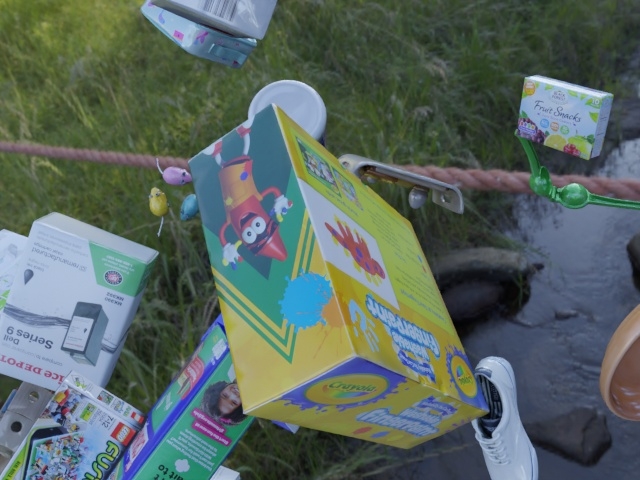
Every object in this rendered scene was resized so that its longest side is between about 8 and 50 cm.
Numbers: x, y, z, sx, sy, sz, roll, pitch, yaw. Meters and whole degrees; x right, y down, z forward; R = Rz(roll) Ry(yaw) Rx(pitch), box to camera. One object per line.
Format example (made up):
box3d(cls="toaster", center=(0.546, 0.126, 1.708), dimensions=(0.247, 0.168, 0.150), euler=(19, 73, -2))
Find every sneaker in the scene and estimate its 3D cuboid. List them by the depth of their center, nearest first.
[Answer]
box3d(cls="sneaker", center=(0.300, 0.333, 1.153), dimensions=(0.094, 0.258, 0.091), euler=(-17, -6, 40))

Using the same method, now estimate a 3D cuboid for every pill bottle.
box3d(cls="pill bottle", center=(-0.064, -0.208, 1.406), dimensions=(0.153, 0.265, 0.153), euler=(0, 75, 0))

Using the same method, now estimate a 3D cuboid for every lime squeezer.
box3d(cls="lime squeezer", center=(0.465, -0.110, 1.255), dimensions=(0.310, 0.110, 0.059), euler=(27, 41, -10))

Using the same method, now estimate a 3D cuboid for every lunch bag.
box3d(cls="lunch bag", center=(-0.292, -0.538, 1.701), dimensions=(0.224, 0.108, 0.279), euler=(41, 21, 15))

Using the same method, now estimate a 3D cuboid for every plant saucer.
box3d(cls="plant saucer", center=(0.369, 0.103, 0.685), dimensions=(0.200, 0.200, 0.037), euler=(-19, 40, -8))

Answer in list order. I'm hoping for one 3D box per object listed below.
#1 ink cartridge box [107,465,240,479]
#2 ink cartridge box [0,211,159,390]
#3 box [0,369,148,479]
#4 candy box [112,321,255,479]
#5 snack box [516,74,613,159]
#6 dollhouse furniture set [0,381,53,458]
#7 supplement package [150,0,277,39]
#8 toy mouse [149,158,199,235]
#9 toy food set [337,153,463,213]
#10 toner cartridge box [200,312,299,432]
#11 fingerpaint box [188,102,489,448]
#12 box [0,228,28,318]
box3d(cls="ink cartridge box", center=(-0.372, 0.620, 1.592), dimensions=(0.307, 0.223, 0.129), euler=(18, 12, 7))
box3d(cls="ink cartridge box", center=(-0.453, 0.124, 1.239), dimensions=(0.211, 0.289, 0.121), euler=(21, 9, -8))
box3d(cls="box", center=(-0.319, 0.276, 0.840), dimensions=(0.207, 0.114, 0.036), euler=(-55, 7, 8))
box3d(cls="candy box", center=(-0.226, 0.319, 1.192), dimensions=(0.317, 0.122, 0.268), euler=(-55, 12, -6))
box3d(cls="snack box", center=(0.385, -0.198, 1.072), dimensions=(0.037, 0.100, 0.141), euler=(-18, 33, -33))
box3d(cls="dollhouse furniture set", center=(-0.644, 0.321, 1.308), dimensions=(0.129, 0.183, 0.129), euler=(-30, 32, 51))
box3d(cls="supplement package", center=(-0.178, -0.462, 1.166), dimensions=(0.177, 0.175, 0.293), euler=(17, 11, -21))
box3d(cls="toy mouse", center=(-0.294, -0.100, 1.411), dimensions=(0.143, 0.161, 0.031), euler=(-12, 5, 5))
box3d(cls="toy food set", center=(0.192, -0.138, 1.717), dimensions=(0.306, 0.092, 0.220), euler=(15, 9, -12))
box3d(cls="toner cartridge box", center=(-0.111, 0.269, 1.511), dimensions=(0.075, 0.348, 0.165), euler=(13, 57, 41))
box3d(cls="fingerpaint box", center=(0.036, 0.080, 0.972), dimensions=(0.163, 0.445, 0.371), euler=(-30, 58, 19))
box3d(cls="box", center=(-0.687, 0.122, 1.474), dimensions=(0.231, 0.127, 0.262), euler=(16, 45, 18))
